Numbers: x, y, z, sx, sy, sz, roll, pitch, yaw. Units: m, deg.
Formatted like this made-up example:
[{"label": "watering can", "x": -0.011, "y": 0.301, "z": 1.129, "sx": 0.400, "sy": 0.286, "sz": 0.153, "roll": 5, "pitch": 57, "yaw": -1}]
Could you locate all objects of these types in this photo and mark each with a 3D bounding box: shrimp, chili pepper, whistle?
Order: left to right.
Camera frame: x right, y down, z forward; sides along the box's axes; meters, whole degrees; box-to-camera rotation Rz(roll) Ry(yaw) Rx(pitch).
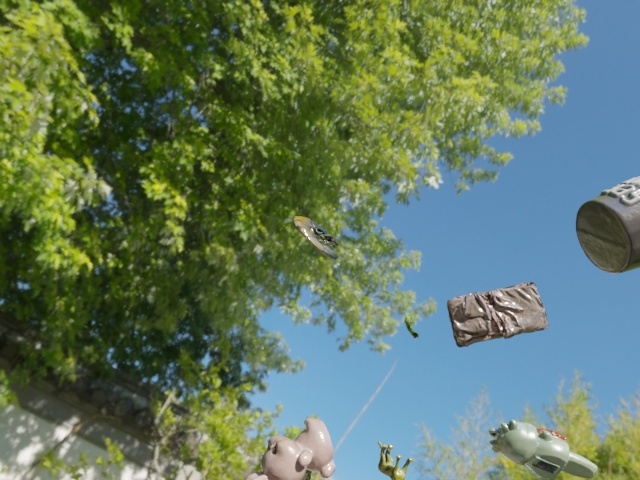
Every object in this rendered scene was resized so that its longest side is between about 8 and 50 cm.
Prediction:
[{"label": "shrimp", "x": 0.000, "y": 0.000, "z": 1.615, "sx": 0.051, "sy": 0.150, "sz": 0.217, "roll": -47, "pitch": -41, "yaw": 13}, {"label": "chili pepper", "x": 0.287, "y": 0.277, "z": 1.720, "sx": 0.030, "sy": 0.091, "sz": 0.034, "roll": 29, "pitch": -65, "yaw": -33}, {"label": "whistle", "x": 0.505, "y": 0.479, "z": 1.236, "sx": 0.253, "sy": 0.106, "sz": 0.102, "roll": 21, "pitch": -34, "yaw": 3}]

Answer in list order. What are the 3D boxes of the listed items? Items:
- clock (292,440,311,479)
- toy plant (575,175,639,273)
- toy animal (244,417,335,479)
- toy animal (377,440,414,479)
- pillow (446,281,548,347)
[{"label": "clock", "x": -0.072, "y": 0.650, "z": 1.529, "sx": 0.064, "sy": 0.198, "sz": 0.172, "roll": 23, "pitch": -71, "yaw": 31}, {"label": "toy plant", "x": 0.706, "y": -0.074, "z": 1.028, "sx": 0.400, "sy": 0.185, "sz": 0.279, "roll": -20, "pitch": -19, "yaw": -9}, {"label": "toy animal", "x": -0.078, "y": 0.450, "z": 1.103, "sx": 0.124, "sy": 0.212, "sz": 0.124, "roll": 37, "pitch": -45, "yaw": 49}, {"label": "toy animal", "x": 0.248, "y": 0.822, "z": 1.959, "sx": 0.073, "sy": 0.136, "sz": 0.181, "roll": 22, "pitch": -6, "yaw": -29}, {"label": "pillow", "x": 0.464, "y": 0.193, "z": 1.419, "sx": 0.248, "sy": 0.135, "sz": 0.049, "roll": -11, "pitch": -11, "yaw": -1}]
